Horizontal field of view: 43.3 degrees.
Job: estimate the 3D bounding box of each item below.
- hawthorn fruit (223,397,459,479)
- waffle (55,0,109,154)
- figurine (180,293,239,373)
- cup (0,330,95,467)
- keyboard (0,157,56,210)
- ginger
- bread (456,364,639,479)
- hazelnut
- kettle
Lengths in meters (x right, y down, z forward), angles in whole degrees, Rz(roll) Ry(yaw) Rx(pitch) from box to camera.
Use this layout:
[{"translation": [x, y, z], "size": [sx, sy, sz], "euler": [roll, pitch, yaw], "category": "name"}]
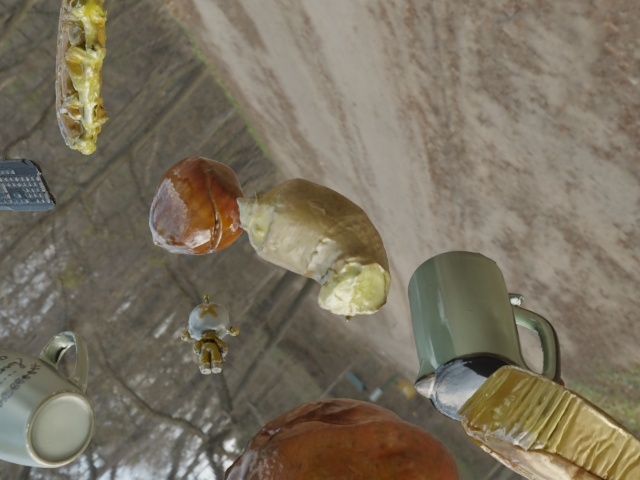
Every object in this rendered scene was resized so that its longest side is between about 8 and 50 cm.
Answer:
[{"translation": [0.027, 0.504, 1.537], "size": [0.472, 0.472, 0.472], "euler": [43, 178, 2], "category": "hawthorn fruit"}, {"translation": [-0.333, -0.289, 1.121], "size": [0.068, 0.325, 0.302], "euler": [1, -136, -22], "category": "waffle"}, {"translation": [-0.208, 0.175, 1.482], "size": [0.101, 0.143, 0.068], "euler": [13, 144, 10], "category": "figurine"}, {"translation": [-0.496, 0.273, 1.435], "size": [0.234, 0.258, 0.186], "euler": [6, 141, 41], "category": "cup"}, {"translation": [-0.583, -0.096, 1.418], "size": [0.262, 0.016, 0.106], "euler": [0, 123, 24], "category": "keyboard"}, {"translation": [0.000, 0.000, 1.198], "size": [0.267, 0.138, 0.152], "euler": [36, -143, 6], "category": "ginger"}, {"translation": [0.325, 0.275, 1.047], "size": [0.288, 0.119, 0.152], "euler": [36, 172, -20], "category": "bread"}, {"translation": [-0.217, -0.059, 1.404], "size": [0.182, 0.182, 0.182], "euler": [43, 178, 2], "category": "hazelnut"}, {"translation": [0.256, 0.152, 1.262], "size": [0.240, 0.165, 0.255], "euler": [4, -147, -2], "category": "kettle"}]
